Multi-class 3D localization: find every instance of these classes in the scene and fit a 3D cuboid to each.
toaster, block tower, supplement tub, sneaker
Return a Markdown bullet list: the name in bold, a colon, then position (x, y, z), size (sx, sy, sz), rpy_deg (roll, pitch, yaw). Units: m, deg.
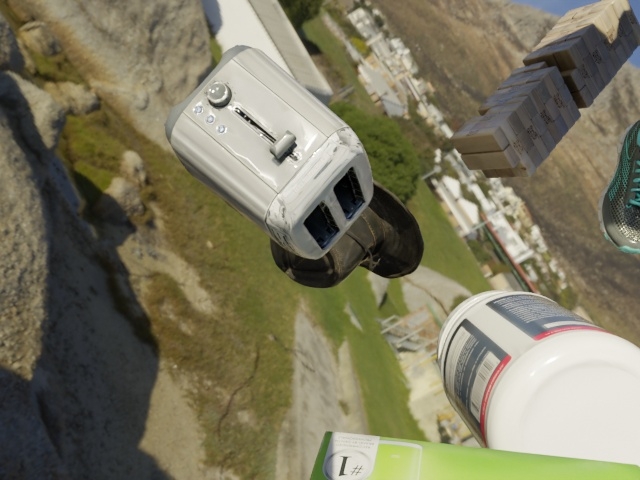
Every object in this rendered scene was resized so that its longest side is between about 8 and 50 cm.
- **toaster**: position (-0.038, -0.070, 0.617), size (0.146, 0.129, 0.227), rpy_deg (41, -5, 16)
- **block tower**: position (0.334, -0.222, 0.924), size (0.091, 0.335, 0.097), rpy_deg (52, -19, -22)
- **supplement tub**: position (0.251, 0.167, 0.745), size (0.191, 0.191, 0.272), rpy_deg (58, 1, -9)
- **sneaker**: position (0.336, -0.069, 0.665), size (0.076, 0.065, 0.166), rpy_deg (71, 33, -68)

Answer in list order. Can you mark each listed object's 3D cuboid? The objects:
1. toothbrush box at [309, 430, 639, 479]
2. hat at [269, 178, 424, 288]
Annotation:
- **toothbrush box**: position (0.075, 0.240, 0.315), size (0.283, 0.206, 0.122), rpy_deg (-61, 150, -63)
- **hat**: position (0.000, 0.000, 1.020), size (0.331, 0.134, 0.331), rpy_deg (30, -23, 14)
